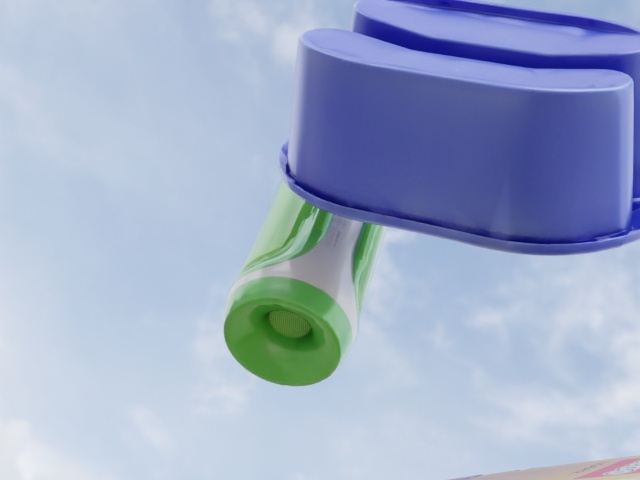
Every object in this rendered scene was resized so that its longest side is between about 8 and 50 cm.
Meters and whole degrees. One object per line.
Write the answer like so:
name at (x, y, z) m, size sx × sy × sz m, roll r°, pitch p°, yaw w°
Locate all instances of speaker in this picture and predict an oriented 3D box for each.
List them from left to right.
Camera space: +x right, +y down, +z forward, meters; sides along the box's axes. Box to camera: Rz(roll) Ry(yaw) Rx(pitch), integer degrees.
speaker at (0.000, 0.000, 1.138) m, size 0.131 × 0.296 × 0.131 m, roll 9°, pitch -50°, yaw 10°

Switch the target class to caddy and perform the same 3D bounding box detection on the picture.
caddy at (0.129, -0.087, 0.990) m, size 0.341 × 0.241 × 0.179 m, roll 13°, pitch -60°, yaw 23°

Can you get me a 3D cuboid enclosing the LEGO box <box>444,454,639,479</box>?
LEGO box at (0.066, 0.287, 0.765) m, size 0.372 × 0.500 × 0.193 m, roll -20°, pitch -100°, yaw 48°
